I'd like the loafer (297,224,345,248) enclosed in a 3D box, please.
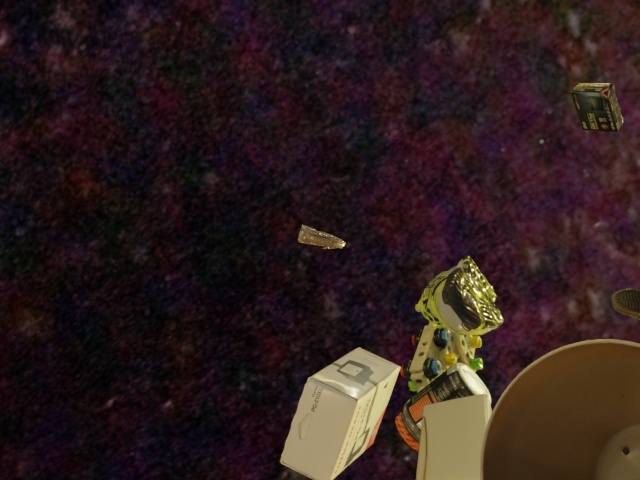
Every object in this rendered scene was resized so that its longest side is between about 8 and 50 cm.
[{"bbox_3d":[0.000,0.000,1.988,0.125,0.039,0.045,20,8,-36],"label":"loafer"}]

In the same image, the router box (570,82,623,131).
[{"bbox_3d":[0.657,-0.316,2.069,0.038,0.092,0.122,-52,131,-27],"label":"router box"}]

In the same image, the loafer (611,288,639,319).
[{"bbox_3d":[0.627,0.132,1.680,0.148,0.050,0.056,11,59,-5],"label":"loafer"}]

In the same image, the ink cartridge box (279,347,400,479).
[{"bbox_3d":[0.040,0.309,1.564,0.100,0.172,0.237,23,14,19],"label":"ink cartridge box"}]

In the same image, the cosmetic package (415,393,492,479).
[{"bbox_3d":[0.215,0.364,1.288,0.309,0.113,0.160,-53,129,-76],"label":"cosmetic package"}]

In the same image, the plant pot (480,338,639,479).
[{"bbox_3d":[0.352,0.269,0.988,0.191,0.284,0.284,24,48,-50],"label":"plant pot"}]

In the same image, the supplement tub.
[{"bbox_3d":[0.259,0.358,1.857,0.117,0.190,0.117,41,20,-19],"label":"supplement tub"}]

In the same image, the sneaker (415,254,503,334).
[{"bbox_3d":[0.273,0.138,1.771,0.145,0.147,0.384,55,13,5],"label":"sneaker"}]

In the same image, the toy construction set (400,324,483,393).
[{"bbox_3d":[0.296,0.316,2.052,0.215,0.151,0.328,58,23,-27],"label":"toy construction set"}]
